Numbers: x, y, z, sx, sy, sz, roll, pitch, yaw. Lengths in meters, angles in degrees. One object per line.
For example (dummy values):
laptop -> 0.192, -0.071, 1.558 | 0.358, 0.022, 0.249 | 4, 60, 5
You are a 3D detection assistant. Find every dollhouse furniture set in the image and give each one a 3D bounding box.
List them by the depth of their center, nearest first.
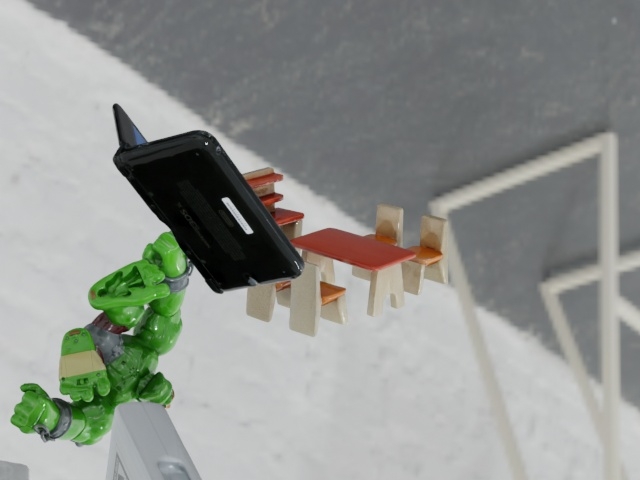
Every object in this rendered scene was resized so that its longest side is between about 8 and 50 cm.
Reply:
dollhouse furniture set -> 0.000, 0.000, 1.856 | 0.259, 0.135, 0.262 | 16, -156, 40

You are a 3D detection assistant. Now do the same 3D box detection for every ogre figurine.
ogre figurine -> -0.167, 0.092, 1.190 | 0.096, 0.197, 0.118 | 11, 153, 12

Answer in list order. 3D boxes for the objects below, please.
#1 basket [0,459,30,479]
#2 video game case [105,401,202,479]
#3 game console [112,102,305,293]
basket -> -0.415, 0.385, 1.314 | 0.266, 0.331, 0.328 | 12, -169, -14
video game case -> -0.051, 0.176, 0.478 | 0.022, 0.173, 0.190 | 2, 109, -21
game console -> -0.071, -0.033, 0.910 | 0.107, 0.071, 0.122 | -11, 129, 33
